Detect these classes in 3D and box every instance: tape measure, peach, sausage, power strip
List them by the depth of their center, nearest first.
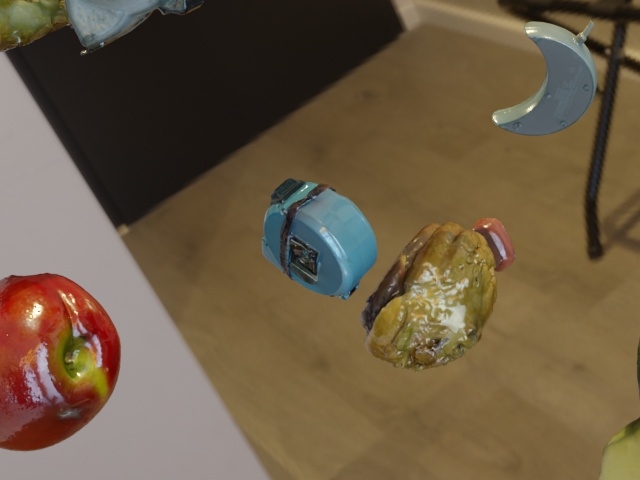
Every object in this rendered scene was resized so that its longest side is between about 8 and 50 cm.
[{"bbox_3d":[-0.195,-0.324,1.009,0.164,0.330,0.084,-16,17,18],"label":"tape measure"},{"bbox_3d":[0.000,0.000,1.400,0.125,0.146,0.081,35,59,21],"label":"tape measure"},{"bbox_3d":[-0.342,0.139,1.477,0.226,0.196,0.190,-9,25,44],"label":"peach"},{"bbox_3d":[0.347,-0.243,1.904,0.137,0.216,0.044,16,43,-1],"label":"power strip"},{"bbox_3d":[0.288,0.006,2.119,0.059,0.094,0.054,-27,-2,31],"label":"sausage"}]

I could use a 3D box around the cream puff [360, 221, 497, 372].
[{"bbox_3d":[0.130,0.069,1.437,0.129,0.189,0.189,32,54,7],"label":"cream puff"}]

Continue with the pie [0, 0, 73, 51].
[{"bbox_3d":[-0.468,-0.252,1.483,0.355,0.103,0.288,-21,22,-27],"label":"pie"}]

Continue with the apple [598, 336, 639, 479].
[{"bbox_3d":[0.418,0.237,1.404,0.320,0.360,0.311,-34,50,10],"label":"apple"}]
